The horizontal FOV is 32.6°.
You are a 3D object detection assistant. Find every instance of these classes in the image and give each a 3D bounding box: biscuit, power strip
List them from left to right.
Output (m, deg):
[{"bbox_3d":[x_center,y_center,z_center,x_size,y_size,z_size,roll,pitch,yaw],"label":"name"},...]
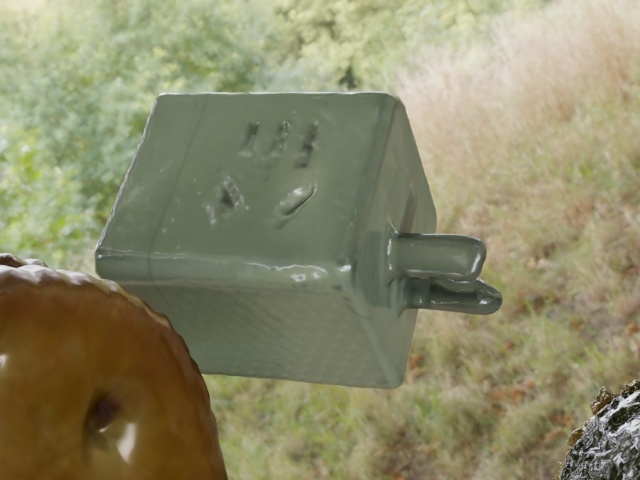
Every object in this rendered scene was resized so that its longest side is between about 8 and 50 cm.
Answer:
[{"bbox_3d":[-0.114,0.112,0.371,0.066,0.220,0.220,6,47,41],"label":"biscuit"},{"bbox_3d":[0.000,0.000,0.667,0.224,0.139,0.140,2,55,20],"label":"power strip"}]

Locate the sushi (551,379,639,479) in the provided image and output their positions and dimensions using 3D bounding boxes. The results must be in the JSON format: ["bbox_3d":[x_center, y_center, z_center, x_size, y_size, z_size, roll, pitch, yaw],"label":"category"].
[{"bbox_3d":[0.352,0.324,1.176,0.348,0.234,0.207,-53,20,-4],"label":"sushi"}]
